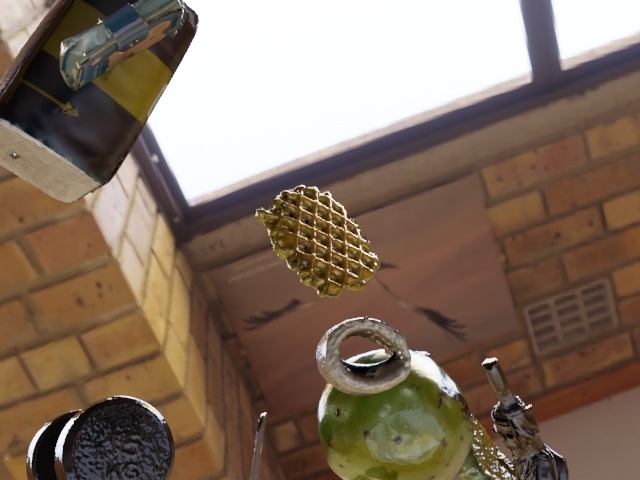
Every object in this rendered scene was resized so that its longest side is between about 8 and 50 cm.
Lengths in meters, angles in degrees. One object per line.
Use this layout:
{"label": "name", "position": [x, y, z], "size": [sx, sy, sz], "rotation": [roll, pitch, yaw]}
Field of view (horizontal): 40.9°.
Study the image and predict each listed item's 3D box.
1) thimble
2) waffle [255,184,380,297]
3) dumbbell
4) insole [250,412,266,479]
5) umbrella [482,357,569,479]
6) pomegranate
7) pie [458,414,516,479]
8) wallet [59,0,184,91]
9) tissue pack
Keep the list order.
{"label": "thimble", "position": [0.056, 0.154, 1.137], "size": [0.115, 0.102, 0.090], "rotation": [-6, 169, -10]}
{"label": "waffle", "position": [0.001, -0.001, 1.681], "size": [0.245, 0.254, 0.052], "rotation": [-17, 158, -50]}
{"label": "dumbbell", "position": [-0.425, 0.412, 1.627], "size": [0.203, 0.204, 0.322], "rotation": [-38, -174, -34]}
{"label": "insole", "position": [-0.143, 0.528, 1.916], "size": [0.012, 0.310, 0.110], "rotation": [9, -166, 8]}
{"label": "umbrella", "position": [0.402, 0.384, 1.717], "size": [0.118, 0.340, 0.118], "rotation": [-23, -167, 6]}
{"label": "pomegranate", "position": [0.119, 0.329, 1.398], "size": [0.260, 0.260, 0.341], "rotation": [-10, -131, 24]}
{"label": "pie", "position": [0.370, 0.513, 1.938], "size": [0.078, 0.277, 0.277], "rotation": [-38, -160, 15]}
{"label": "wallet", "position": [-0.317, -0.324, 1.366], "size": [0.202, 0.059, 0.141], "rotation": [-36, -176, -20]}
{"label": "tissue pack", "position": [-0.446, -0.310, 1.639], "size": [0.264, 0.253, 0.417], "rotation": [-8, -127, 56]}
